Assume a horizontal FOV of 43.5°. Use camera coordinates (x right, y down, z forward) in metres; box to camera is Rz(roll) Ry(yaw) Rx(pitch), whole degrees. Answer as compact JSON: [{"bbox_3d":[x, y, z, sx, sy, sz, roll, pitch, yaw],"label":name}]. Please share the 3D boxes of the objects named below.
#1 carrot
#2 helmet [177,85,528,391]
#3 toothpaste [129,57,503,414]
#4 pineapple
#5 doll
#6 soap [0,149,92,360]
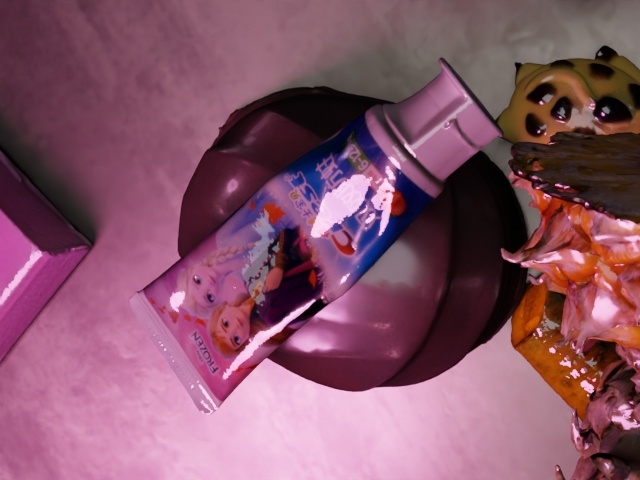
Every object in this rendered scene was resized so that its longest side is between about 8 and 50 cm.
[{"bbox_3d":[0.212,0.101,0.592,0.173,0.082,0.082,41,104,10],"label":"carrot"},{"bbox_3d":[0.000,0.000,0.604,0.306,0.177,0.224,16,100,14],"label":"helmet"},{"bbox_3d":[-0.010,-0.001,0.492,0.266,0.061,0.096,-40,77,19],"label":"toothpaste"},{"bbox_3d":[0.212,0.096,0.450,0.263,0.262,0.271,11,110,16],"label":"pineapple"},{"bbox_3d":[0.264,-0.057,0.562,0.291,0.086,0.117,23,90,17],"label":"doll"},{"bbox_3d":[-0.365,0.040,0.767,0.181,0.081,0.259,45,105,10],"label":"soap"}]
